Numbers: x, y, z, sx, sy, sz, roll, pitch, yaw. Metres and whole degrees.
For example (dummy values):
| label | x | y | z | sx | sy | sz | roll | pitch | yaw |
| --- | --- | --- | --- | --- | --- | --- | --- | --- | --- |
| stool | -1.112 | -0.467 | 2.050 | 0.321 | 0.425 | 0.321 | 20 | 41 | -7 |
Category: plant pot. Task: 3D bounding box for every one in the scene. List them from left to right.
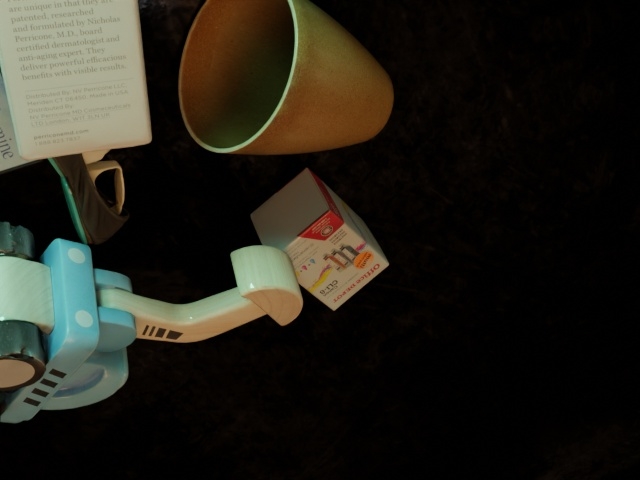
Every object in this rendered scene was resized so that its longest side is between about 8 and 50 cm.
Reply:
| label | x | y | z | sx | sy | sz | roll | pitch | yaw |
| --- | --- | --- | --- | --- | --- | --- | --- | --- | --- |
| plant pot | -0.023 | -0.218 | 1.285 | 0.254 | 0.237 | 0.237 | 8 | 124 | -44 |

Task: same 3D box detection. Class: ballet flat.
| label | x | y | z | sx | sy | sz | roll | pitch | yaw |
| --- | --- | --- | --- | --- | --- | --- | --- | --- | --- |
| ballet flat | -0.338 | -0.109 | 1.316 | 0.096 | 0.095 | 0.280 | -27 | 143 | -14 |

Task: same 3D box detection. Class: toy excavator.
| label | x | y | z | sx | sy | sz | roll | pitch | yaw |
| --- | --- | --- | --- | --- | --- | --- | --- | --- | --- |
| toy excavator | -0.310 | 0.120 | 1.382 | 0.445 | 0.222 | 0.433 | 15 | 135 | -39 |

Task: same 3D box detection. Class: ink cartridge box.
| label | x | y | z | sx | sy | sz | roll | pitch | yaw |
| --- | --- | --- | --- | --- | --- | --- | --- | --- | --- |
| ink cartridge box | 0.000 | 0.000 | 1.510 | 0.128 | 0.127 | 0.176 | -40 | 132 | 11 |

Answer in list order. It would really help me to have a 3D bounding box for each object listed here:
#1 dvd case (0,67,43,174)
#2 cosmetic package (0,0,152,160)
| label | x | y | z | sx | sy | sz | roll | pitch | yaw |
| --- | --- | --- | --- | --- | --- | --- | --- | --- | --- |
| dvd case | -0.523 | -0.143 | 1.249 | 0.253 | 0.022 | 0.180 | -19 | 131 | -8 |
| cosmetic package | -0.301 | -0.345 | 1.042 | 0.161 | 0.230 | 0.453 | -10 | 129 | -15 |
